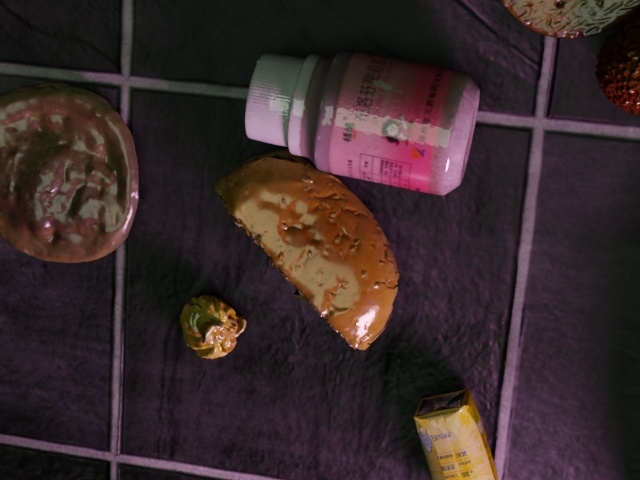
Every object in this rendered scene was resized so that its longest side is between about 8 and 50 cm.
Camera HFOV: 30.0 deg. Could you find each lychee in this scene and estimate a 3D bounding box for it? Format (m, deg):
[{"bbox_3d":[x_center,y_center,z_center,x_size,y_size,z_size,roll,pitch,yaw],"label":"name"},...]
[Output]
[{"bbox_3d":[0.357,-0.186,1.265,0.129,0.123,0.123,-15,101,14],"label":"lychee"}]

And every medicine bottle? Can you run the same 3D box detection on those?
[{"bbox_3d":[0.047,-0.138,1.332,0.247,0.147,0.147,12,106,8],"label":"medicine bottle"}]

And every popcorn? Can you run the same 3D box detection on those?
[{"bbox_3d":[-0.138,0.111,1.468,0.084,0.084,0.084,3,105,11],"label":"popcorn"}]

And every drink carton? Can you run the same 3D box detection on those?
[{"bbox_3d":[0.175,0.287,1.450,0.084,0.074,0.200,-16,99,16],"label":"drink carton"}]

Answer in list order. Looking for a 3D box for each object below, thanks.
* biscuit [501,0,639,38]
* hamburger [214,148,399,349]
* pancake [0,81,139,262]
[{"bbox_3d":[0.275,-0.314,1.298,0.187,0.027,0.188,3,106,11],"label":"biscuit"},{"bbox_3d":[0.000,0.000,1.386,0.131,0.124,0.262,-38,95,17],"label":"hamburger"},{"bbox_3d":[-0.330,-0.083,1.473,0.241,0.050,0.242,3,105,10],"label":"pancake"}]
